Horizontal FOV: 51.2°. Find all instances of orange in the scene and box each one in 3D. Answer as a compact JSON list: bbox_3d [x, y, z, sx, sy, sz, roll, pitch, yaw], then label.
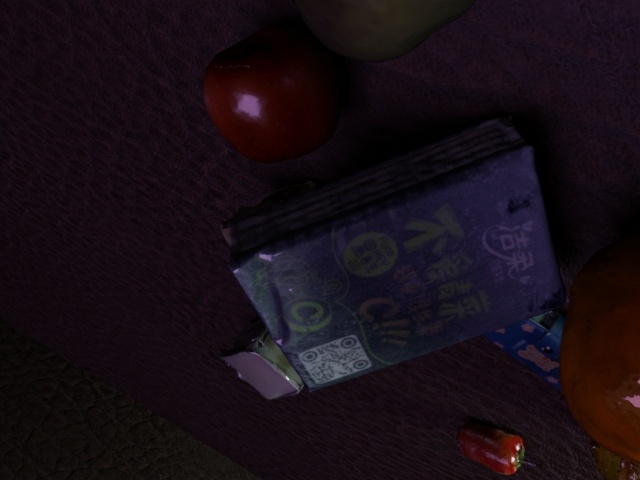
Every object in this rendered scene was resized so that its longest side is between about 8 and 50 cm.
[{"bbox_3d":[0.407,0.122,0.785,0.226,0.284,0.284,13,141,29],"label":"orange"}]

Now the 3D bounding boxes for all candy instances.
[{"bbox_3d":[-0.114,0.268,1.559,0.185,0.137,0.195,42,145,-11],"label":"candy"}]

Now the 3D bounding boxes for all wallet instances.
[{"bbox_3d":[0.359,0.166,1.085,0.202,0.059,0.141,35,145,0],"label":"wallet"}]

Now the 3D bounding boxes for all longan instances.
[{"bbox_3d":[0.062,-0.284,0.670,0.212,0.198,0.198,-3,131,42],"label":"longan"}]

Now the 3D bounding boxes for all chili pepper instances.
[{"bbox_3d":[0.383,0.442,1.390,0.192,0.084,0.086,11,157,39],"label":"chili pepper"}]

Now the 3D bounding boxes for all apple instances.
[{"bbox_3d":[-0.063,-0.192,0.895,0.181,0.181,0.168,8,129,35],"label":"apple"}]

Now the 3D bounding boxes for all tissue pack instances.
[{"bbox_3d":[0.110,0.036,0.901,0.394,0.124,0.288,-21,128,8],"label":"tissue pack"}]

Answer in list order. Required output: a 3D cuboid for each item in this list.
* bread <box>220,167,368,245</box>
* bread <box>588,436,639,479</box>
[{"bbox_3d":[0.004,0.003,1.079,0.314,0.171,0.192,-13,112,42],"label":"bread"},{"bbox_3d":[0.526,0.374,1.069,0.261,0.147,0.160,51,-174,-19],"label":"bread"}]
